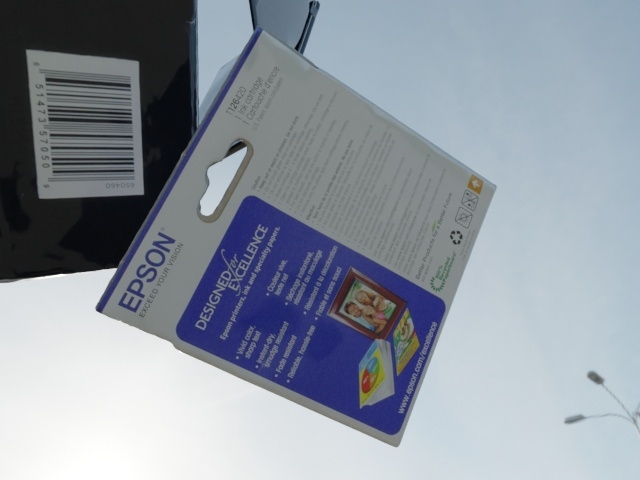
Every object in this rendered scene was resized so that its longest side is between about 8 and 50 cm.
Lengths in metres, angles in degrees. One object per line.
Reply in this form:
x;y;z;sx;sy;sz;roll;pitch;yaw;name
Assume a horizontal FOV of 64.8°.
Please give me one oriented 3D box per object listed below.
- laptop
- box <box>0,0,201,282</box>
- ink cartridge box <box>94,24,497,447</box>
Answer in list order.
-0.141;-0.338;0.767;0.408;0.381;0.236;-21;-51;33;laptop
-0.318;-0.148;0.642;0.212;0.396;0.293;-7;-73;-33;box
0.000;0.000;0.505;0.307;0.303;0.072;29;-15;-13;ink cartridge box
